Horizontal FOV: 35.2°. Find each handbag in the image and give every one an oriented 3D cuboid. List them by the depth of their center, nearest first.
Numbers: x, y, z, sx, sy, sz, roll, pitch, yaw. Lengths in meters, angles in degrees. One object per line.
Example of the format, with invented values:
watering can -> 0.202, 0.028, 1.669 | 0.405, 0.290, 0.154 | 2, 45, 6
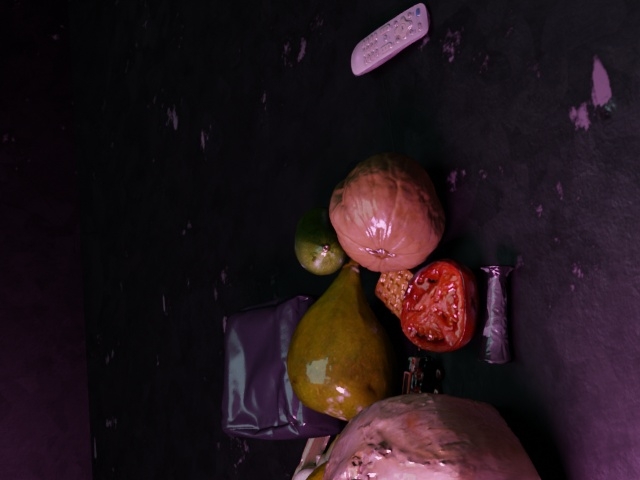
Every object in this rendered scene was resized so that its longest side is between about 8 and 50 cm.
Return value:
handbag -> -0.077, 0.286, 2.189 | 0.275, 0.177, 0.302 | -18, 66, 43

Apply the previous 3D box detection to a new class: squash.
squash -> 0.000, 0.000, 2.067 | 0.395, 0.107, 0.107 | -99, 20, -77

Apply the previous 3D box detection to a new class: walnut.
walnut -> 0.126, -0.054, 1.886 | 0.228, 0.228, 0.228 | -10, 78, 57

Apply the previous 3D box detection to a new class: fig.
fig -> 0.063, 0.209, 1.995 | 0.233, 0.233, 0.314 | -27, 31, 54

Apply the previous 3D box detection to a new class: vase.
vase -> 0.300, 0.124, 1.723 | 0.059, 0.059, 0.167 | -2, 85, 58

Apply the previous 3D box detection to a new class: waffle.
waffle -> 0.166, 0.095, 1.953 | 0.148, 0.042, 0.103 | 44, 123, 51

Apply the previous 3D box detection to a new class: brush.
brush -> -0.023, 0.506, 2.214 | 0.054, 0.048, 0.282 | 36, 109, 51

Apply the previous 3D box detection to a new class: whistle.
whistle -> 0.007, 0.494, 2.134 | 0.104, 0.057, 0.198 | 35, 111, 17

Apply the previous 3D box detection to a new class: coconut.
coconut -> 0.160, 0.437, 1.628 | 0.404, 0.404, 0.405 | -10, 78, 57

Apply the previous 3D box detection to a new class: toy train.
toy train -> 0.184, 0.280, 1.900 | 0.087, 0.050, 0.138 | 14, 98, 61

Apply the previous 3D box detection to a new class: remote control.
remote control -> 0.142, -0.400, 2.051 | 0.229, 0.044, 0.073 | -26, 59, 45

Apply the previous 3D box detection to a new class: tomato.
tomato -> 0.225, 0.116, 1.820 | 0.174, 0.082, 0.166 | -3, 88, 54

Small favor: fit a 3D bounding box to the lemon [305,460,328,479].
lemon -> 0.051, 0.530, 1.963 | 0.184, 0.184, 0.248 | -62, 36, 33
